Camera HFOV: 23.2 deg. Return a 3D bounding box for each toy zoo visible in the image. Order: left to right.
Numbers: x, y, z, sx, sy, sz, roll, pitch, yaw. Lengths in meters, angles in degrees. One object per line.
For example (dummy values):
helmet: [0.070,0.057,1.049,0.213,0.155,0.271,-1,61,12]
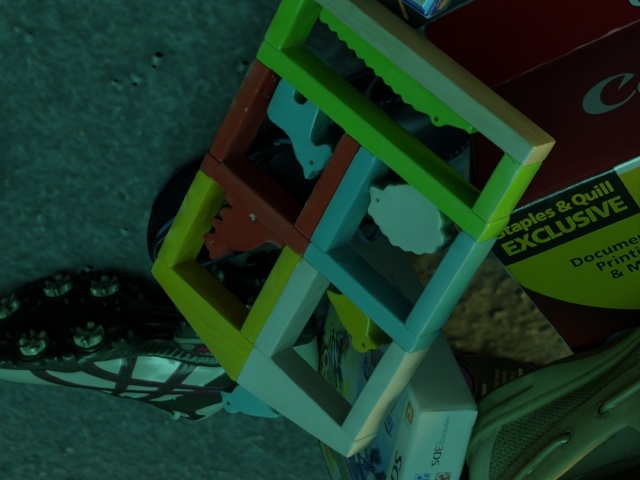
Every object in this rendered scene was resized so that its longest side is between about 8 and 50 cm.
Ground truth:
toy zoo: [0.000,0.000,0.979,0.192,0.030,0.293,42,122,21]

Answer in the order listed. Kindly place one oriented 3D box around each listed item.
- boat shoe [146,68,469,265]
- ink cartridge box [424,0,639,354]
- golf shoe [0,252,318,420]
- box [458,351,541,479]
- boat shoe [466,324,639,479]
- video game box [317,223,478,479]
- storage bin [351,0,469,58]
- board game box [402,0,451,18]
boat shoe: [-0.003,-0.033,1.072,0.258,0.089,0.109,-28,114,25]
ink cartridge box: [0.254,-0.066,0.949,0.309,0.130,0.272,-25,128,24]
golf shoe: [-0.135,0.090,1.173,0.273,0.105,0.120,-4,126,13]
box: [0.215,0.207,1.148,0.270,0.165,0.143,11,124,3]
boat shoe: [0.235,0.103,0.947,0.121,0.110,0.341,35,128,-29]
video game box: [0.045,0.121,1.098,0.048,0.205,0.187,0,125,-17]
storage bin: [0.056,-0.185,0.963,0.135,0.098,0.091,-26,105,25]
board game box: [0.050,-0.248,0.812,0.160,0.047,0.210,35,113,6]
